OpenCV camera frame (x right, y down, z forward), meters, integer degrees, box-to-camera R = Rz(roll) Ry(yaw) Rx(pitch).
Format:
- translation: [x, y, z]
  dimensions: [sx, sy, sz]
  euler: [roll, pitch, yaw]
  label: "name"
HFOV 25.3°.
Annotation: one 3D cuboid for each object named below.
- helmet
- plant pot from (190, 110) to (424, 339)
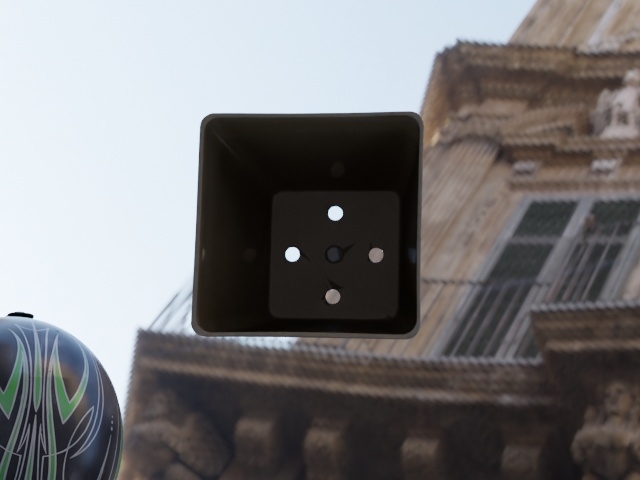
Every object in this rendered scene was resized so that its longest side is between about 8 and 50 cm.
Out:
- translation: [-0.212, 0.138, 0.972]
  dimensions: [0.169, 0.169, 0.161]
  euler: [60, -10, -20]
  label: "helmet"
- translation: [0.000, 0.000, 0.720]
  dimensions: [0.109, 0.109, 0.096]
  euler: [0, -10, 8]
  label: "plant pot"
